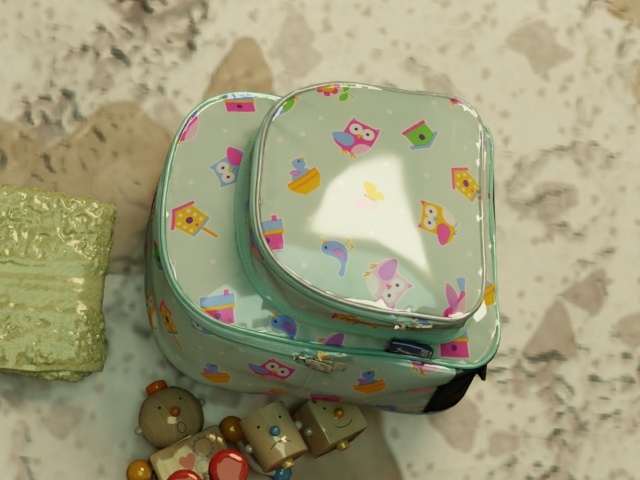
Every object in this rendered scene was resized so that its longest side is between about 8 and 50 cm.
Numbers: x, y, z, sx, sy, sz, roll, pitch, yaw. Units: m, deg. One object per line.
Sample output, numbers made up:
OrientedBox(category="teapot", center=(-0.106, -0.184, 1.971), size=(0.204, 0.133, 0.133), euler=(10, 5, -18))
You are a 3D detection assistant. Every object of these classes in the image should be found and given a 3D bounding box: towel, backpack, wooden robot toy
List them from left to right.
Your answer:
OrientedBox(category="towel", center=(-0.188, 0.019, 1.048), size=(0.148, 0.027, 0.110), euler=(5, 80, -8))
OrientedBox(category="wooden robot toy", center=(-0.065, 0.106, 1.039), size=(0.173, 0.076, 0.079), euler=(-25, 76, -13))
OrientedBox(category="backpack", center=(0.000, 0.000, 1.020), size=(0.188, 0.144, 0.166), euler=(3, 66, -4))
